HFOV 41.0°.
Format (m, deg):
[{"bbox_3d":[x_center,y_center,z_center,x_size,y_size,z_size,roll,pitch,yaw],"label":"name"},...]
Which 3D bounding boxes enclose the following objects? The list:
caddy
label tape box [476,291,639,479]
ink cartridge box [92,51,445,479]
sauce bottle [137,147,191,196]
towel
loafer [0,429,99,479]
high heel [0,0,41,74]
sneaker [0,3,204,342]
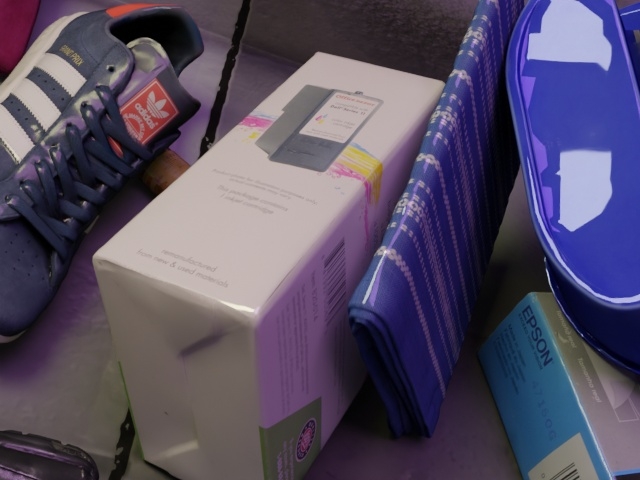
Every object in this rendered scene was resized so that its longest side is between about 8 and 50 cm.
[{"bbox_3d":[0.277,-0.062,0.653,0.241,0.179,0.341,-13,65,20],"label":"caddy"},{"bbox_3d":[0.339,0.170,0.731,0.347,0.115,0.249,0,53,-21],"label":"label tape box"},{"bbox_3d":[0.000,0.000,0.652,0.119,0.207,0.353,19,43,22],"label":"ink cartridge box"},{"bbox_3d":[-0.106,-0.032,0.755,0.128,0.042,0.042,41,49,14],"label":"sauce bottle"},{"bbox_3d":[0.104,-0.031,0.671,0.040,0.243,0.336,12,63,22],"label":"towel"},{"bbox_3d":[-0.249,0.150,0.524,0.223,0.076,0.078,16,41,-15],"label":"loafer"},{"bbox_3d":[-0.293,-0.310,0.890,0.181,0.127,0.377,51,41,-18],"label":"high heel"},{"bbox_3d":[-0.180,-0.078,0.669,0.148,0.131,0.350,-10,47,20],"label":"sneaker"}]
